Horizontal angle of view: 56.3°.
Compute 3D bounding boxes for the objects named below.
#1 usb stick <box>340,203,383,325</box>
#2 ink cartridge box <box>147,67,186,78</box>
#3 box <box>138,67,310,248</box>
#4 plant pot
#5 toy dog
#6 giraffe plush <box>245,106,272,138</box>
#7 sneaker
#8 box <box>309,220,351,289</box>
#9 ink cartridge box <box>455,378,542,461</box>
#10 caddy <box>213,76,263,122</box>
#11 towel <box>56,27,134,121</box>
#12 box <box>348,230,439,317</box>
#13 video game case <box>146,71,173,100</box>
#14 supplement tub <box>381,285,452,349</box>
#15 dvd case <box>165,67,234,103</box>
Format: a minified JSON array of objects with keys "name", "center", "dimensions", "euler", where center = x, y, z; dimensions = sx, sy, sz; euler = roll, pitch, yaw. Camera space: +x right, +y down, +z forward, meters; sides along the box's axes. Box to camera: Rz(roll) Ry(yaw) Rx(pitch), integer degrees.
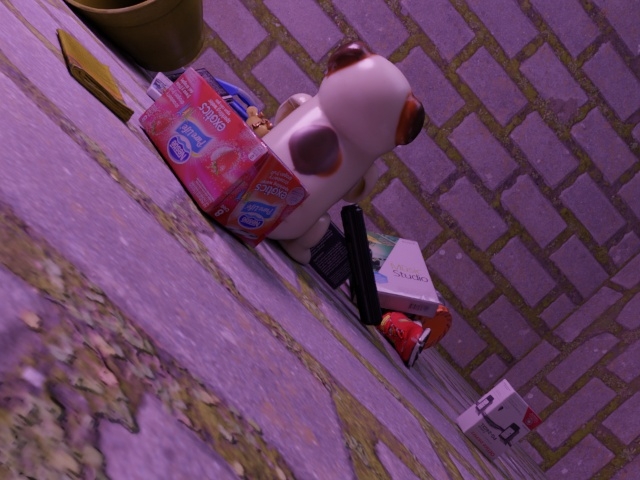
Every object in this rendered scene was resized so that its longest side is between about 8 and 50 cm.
[{"name":"usb stick","center":[0.092,0.056,1.353],"dimensions":[0.077,0.045,0.278],"euler":[180,-101,-76]},{"name":"ink cartridge box","center":[-0.509,-0.563,1.915],"dimensions":[0.092,0.090,0.143],"euler":[48,2,14]},{"name":"box","center":[-0.148,-0.127,0.894],"dimensions":[0.257,0.122,0.128],"euler":[49,3,36]},{"name":"plant pot","center":[-0.467,-0.649,1.604],"dimensions":[0.366,0.366,0.353],"euler":[48,-8,16]},{"name":"toy dog","center":[0.000,-0.198,1.187],"dimensions":[0.284,0.408,0.395],"euler":[47,3,10]},{"name":"giraffe plush","center":[-0.216,-0.299,1.772],"dimensions":[0.181,0.170,0.210],"euler":[46,3,-13]},{"name":"sneaker","center":[0.199,0.238,1.520],"dimensions":[0.118,0.107,0.279],"euler":[28,0,-2]},{"name":"box","center":[0.000,0.000,1.469],"dimensions":[0.207,0.108,0.153],"euler":[46,3,-7]},{"name":"ink cartridge box","center":[0.399,0.406,1.346],"dimensions":[0.109,0.150,0.063],"euler":[46,7,-14]},{"name":"caddy","center":[-0.305,-0.431,2.036],"dimensions":[0.341,0.179,0.241],"euler":[38,7,-45]},{"name":"towel","center":[-0.339,-0.255,0.892],"dimensions":[0.102,0.021,0.237],"euler":[45,3,-40]},{"name":"box","center":[0.189,0.082,1.692],"dimensions":[0.232,0.059,0.322],"euler":[12,28,-10]},{"name":"video game case","center":[-0.330,-0.320,1.469],"dimensions":[0.201,0.023,0.183],"euler":[41,14,-24]},{"name":"supplement tub","center":[0.245,0.173,1.821],"dimensions":[0.193,0.193,0.316],"euler":[44,5,-46]},{"name":"dvd case","center":[-0.382,-0.456,1.813],"dimensions":[0.221,0.164,0.018],"euler":[49,-33,39]}]
